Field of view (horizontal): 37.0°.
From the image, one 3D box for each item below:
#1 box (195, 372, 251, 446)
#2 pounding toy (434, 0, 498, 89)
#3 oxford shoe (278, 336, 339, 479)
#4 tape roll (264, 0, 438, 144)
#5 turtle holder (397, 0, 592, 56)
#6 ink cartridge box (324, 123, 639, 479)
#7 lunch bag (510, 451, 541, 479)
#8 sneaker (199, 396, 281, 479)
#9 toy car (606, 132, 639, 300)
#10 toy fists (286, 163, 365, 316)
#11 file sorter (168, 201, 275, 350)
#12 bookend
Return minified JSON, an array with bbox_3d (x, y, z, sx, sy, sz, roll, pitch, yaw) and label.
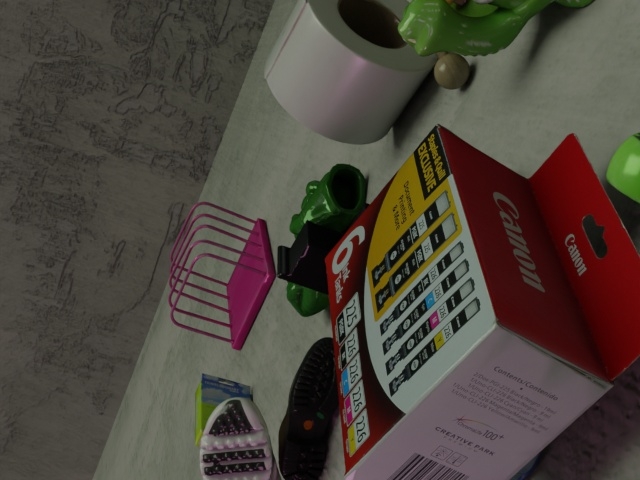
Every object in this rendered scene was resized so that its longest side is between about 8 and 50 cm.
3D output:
[{"bbox_3d":[-0.185,0.334,1.832,0.178,0.109,0.042,-103,34,-61],"label":"box"},{"bbox_3d":[0.202,-0.359,1.398,0.237,0.110,0.183,-61,19,27],"label":"pounding toy"},{"bbox_3d":[-0.023,0.256,1.461,0.096,0.083,0.227,173,115,-74],"label":"oxford shoe"},{"bbox_3d":[0.051,-0.302,1.580,0.246,0.246,0.169,-87,23,-44],"label":"tape roll"},{"bbox_3d":[0.219,-0.396,1.181,0.243,0.227,0.320,-87,24,-43],"label":"turtle holder"},{"bbox_3d":[0.136,0.043,0.876,0.272,0.130,0.309,-51,24,27],"label":"ink cartridge box"},{"bbox_3d":[0.137,0.202,1.008,0.219,0.090,0.176,-56,19,37],"label":"lunch bag"},{"bbox_3d":[-0.110,0.350,1.441,0.118,0.110,0.292,-72,-21,-62],"label":"sneaker"},{"bbox_3d":[0.299,-0.038,0.826,0.239,0.053,0.225,-63,18,21],"label":"toy car"},{"bbox_3d":[0.000,0.000,1.656,0.142,0.096,0.279,130,153,-51],"label":"toy fists"},{"bbox_3d":[-0.235,0.067,2.166,0.202,0.182,0.290,-64,18,20],"label":"file sorter"},{"bbox_3d":[0.037,0.004,1.423,0.072,0.157,0.156,-93,27,-51],"label":"bookend"}]
